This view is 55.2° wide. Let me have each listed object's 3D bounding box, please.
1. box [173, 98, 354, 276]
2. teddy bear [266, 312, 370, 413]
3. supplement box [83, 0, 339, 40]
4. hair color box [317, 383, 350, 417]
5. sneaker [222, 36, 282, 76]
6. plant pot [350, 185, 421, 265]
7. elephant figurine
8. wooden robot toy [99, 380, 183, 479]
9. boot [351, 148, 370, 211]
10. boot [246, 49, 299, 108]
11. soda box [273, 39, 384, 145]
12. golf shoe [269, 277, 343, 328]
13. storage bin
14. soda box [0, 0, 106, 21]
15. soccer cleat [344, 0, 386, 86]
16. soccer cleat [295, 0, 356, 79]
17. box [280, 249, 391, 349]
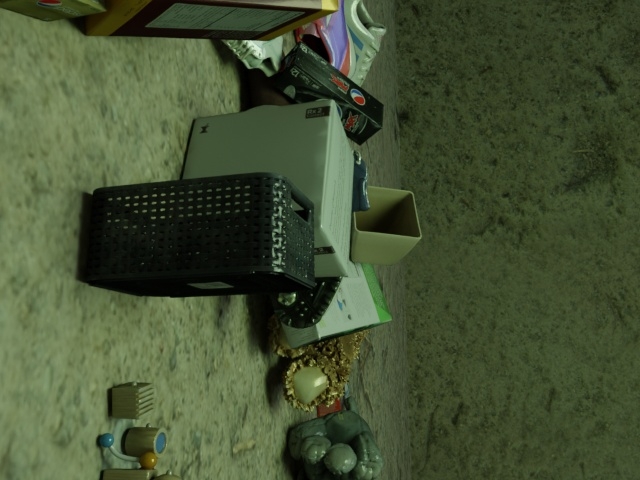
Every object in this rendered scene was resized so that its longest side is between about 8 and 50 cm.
[{"bbox_3d":[-0.061,-0.055,0.731,0.119,0.181,0.181,61,29,-55],"label":"box"},{"bbox_3d":[-0.009,0.164,1.059,0.245,0.113,0.338,62,22,-16],"label":"teddy bear"},{"bbox_3d":[-0.104,-0.288,0.538,0.194,0.129,0.191,-10,98,-34],"label":"supplement box"},{"bbox_3d":[0.025,0.297,1.236,0.093,0.054,0.167,-37,121,-72],"label":"hair color box"},{"bbox_3d":[-0.099,-0.269,0.822,0.152,0.054,0.061,10,69,-53],"label":"sneaker"},{"bbox_3d":[0.096,-0.018,1.024,0.096,0.109,0.109,107,-14,-47],"label":"plant pot"},{"bbox_3d":[0.017,0.426,1.041,0.169,0.186,0.239,28,-60,55],"label":"elephant figurine"},{"bbox_3d":[-0.145,0.213,0.539,0.076,0.079,0.173,48,41,-67],"label":"wooden robot toy"},{"bbox_3d":[0.029,-0.134,0.962,0.069,0.086,0.189,-33,118,-78],"label":"boot"},{"bbox_3d":[-0.092,-0.227,0.920,0.206,0.090,0.248,69,21,-10],"label":"boot"},{"bbox_3d":[0.016,-0.215,0.910,0.169,0.053,0.060,31,46,-25],"label":"soda box"},{"bbox_3d":[0.000,0.000,0.821,0.120,0.105,0.272,62,29,-55],"label":"golf shoe"},{"bbox_3d":[-0.103,0.002,0.553,0.122,0.180,0.084,39,49,-71],"label":"storage bin"},{"bbox_3d":[-0.210,-0.263,0.451,0.061,0.058,0.181,-30,116,-74],"label":"soda box"},{"bbox_3d":[0.076,-0.414,1.375,0.116,0.143,0.331,-77,165,-49],"label":"soccer cleat"},{"bbox_3d":[-0.009,-0.464,1.223,0.116,0.109,0.318,-37,120,-49],"label":"soccer cleat"},{"bbox_3d":[0.008,0.043,1.000,0.322,0.059,0.232,5,64,-64],"label":"box"}]
